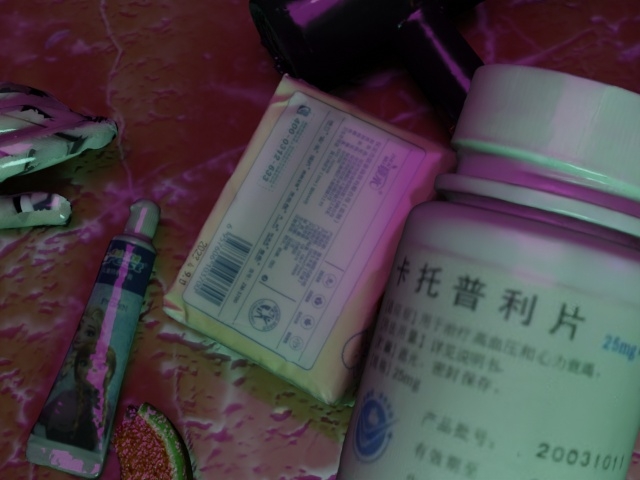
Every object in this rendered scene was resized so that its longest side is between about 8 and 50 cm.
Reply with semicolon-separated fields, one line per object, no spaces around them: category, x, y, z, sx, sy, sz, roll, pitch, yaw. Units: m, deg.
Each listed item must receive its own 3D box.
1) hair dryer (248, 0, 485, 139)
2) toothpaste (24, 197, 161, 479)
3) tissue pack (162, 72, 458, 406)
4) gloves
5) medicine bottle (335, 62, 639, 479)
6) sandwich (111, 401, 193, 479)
hair dryer;0.102;-0.102;0.725;0.189;0.107;0.352;-31;73;-5
toothpaste;-0.163;0.069;0.705;0.062;0.037;0.216;13;74;9
tissue pack;0.000;0.000;0.668;0.148;0.092;0.196;27;88;16
gloves;-0.273;-0.075;0.742;0.212;0.111;0.127;-15;61;7
medicine bottle;0.121;0.052;0.566;0.170;0.170;0.293;17;91;12
sandwich;-0.123;0.183;0.654;0.067;0.029;0.135;0;68;12
